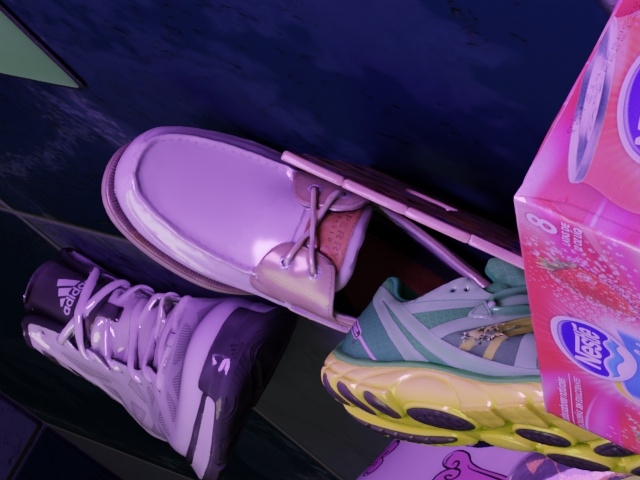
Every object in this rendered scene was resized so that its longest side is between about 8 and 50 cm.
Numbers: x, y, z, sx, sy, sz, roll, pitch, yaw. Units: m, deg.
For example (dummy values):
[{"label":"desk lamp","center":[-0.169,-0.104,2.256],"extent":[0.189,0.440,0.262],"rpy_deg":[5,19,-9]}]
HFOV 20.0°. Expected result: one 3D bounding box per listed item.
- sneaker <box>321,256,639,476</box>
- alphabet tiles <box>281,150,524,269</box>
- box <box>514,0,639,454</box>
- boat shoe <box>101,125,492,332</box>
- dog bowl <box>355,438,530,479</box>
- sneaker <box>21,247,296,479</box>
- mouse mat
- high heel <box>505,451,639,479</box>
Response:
[{"label":"sneaker","center":[0.128,0.066,1.102],"extent":[0.295,0.124,0.109],"rpy_deg":[5,155,39]},{"label":"alphabet tiles","center":[0.107,-0.001,1.098],"extent":[0.237,0.009,0.198],"rpy_deg":[24,-174,14]},{"label":"box","center":[0.192,0.003,0.847],"extent":[0.142,0.154,0.300],"rpy_deg":[24,164,18]},{"label":"boat shoe","center":[0.000,0.000,1.253],"extent":[0.302,0.113,0.103],"rpy_deg":[23,165,-19]},{"label":"dog bowl","center":[0.221,0.272,1.615],"extent":[0.408,0.150,0.408],"rpy_deg":[27,164,9]},{"label":"sneaker","center":[-0.180,0.108,1.753],"extent":[0.257,0.169,0.447],"rpy_deg":[27,166,-1]},{"label":"mouse mat","center":[-0.279,-0.168,1.377],"extent":[0.189,0.007,0.152],"rpy_deg":[16,159,41]},{"label":"high heel","center":[0.207,0.177,1.113],"extent":[0.186,0.261,0.093],"rpy_deg":[22,179,41]}]
